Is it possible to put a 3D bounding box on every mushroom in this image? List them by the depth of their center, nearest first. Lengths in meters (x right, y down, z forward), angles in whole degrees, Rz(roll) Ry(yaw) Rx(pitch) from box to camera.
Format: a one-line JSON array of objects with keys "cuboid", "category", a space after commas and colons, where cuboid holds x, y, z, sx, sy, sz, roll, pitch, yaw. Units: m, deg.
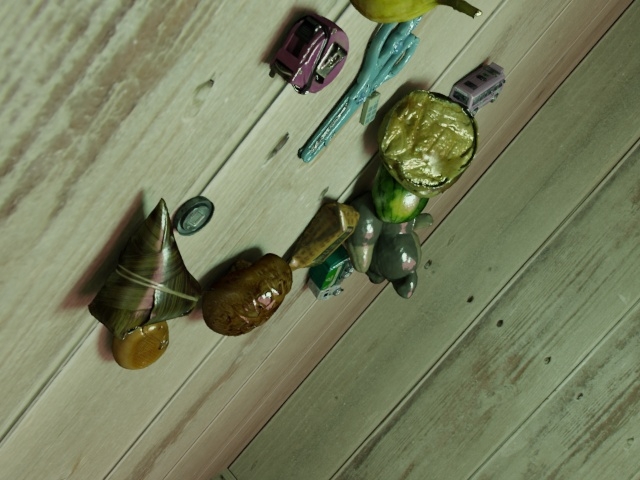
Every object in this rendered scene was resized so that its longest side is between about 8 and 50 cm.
[{"cuboid": [-0.178, 0.135, 1.138, 0.253, 0.153, 0.253, -38, 168, -9], "category": "mushroom"}]

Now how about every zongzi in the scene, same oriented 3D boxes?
[{"cuboid": [-0.261, 0.041, 0.835, 0.241, 0.111, 0.247, -58, 165, 10], "category": "zongzi"}]

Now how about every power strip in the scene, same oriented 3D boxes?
[{"cuboid": [0.118, -0.313, 1.092, 0.040, 0.016, 0.090, -38, 159, -27], "category": "power strip"}]

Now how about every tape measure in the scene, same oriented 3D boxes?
[{"cuboid": [-0.013, -0.296, 0.747, 0.125, 0.074, 0.118, -53, 162, 21], "category": "tape measure"}]

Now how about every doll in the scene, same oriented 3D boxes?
[{"cuboid": [0.191, 0.007, 1.564, 0.378, 0.252, 0.382, -6, 101, -35], "category": "doll"}]

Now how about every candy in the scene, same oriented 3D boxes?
[{"cuboid": [0.000, 0.000, 1.336, 0.271, 0.101, 0.143, -49, 156, 21], "category": "candy"}]

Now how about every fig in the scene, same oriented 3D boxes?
[{"cuboid": [0.137, -0.375, 0.656, 0.159, 0.257, 0.159, -26, 147, -18], "category": "fig"}]

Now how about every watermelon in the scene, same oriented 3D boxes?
[{"cuboid": [0.254, -0.156, 1.356, 0.204, 0.127, 0.232, 25, 83, -43], "category": "watermelon"}]

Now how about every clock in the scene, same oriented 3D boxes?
[{"cuboid": [-0.233, -0.045, 0.848, 0.085, 0.017, 0.085, -42, 161, -19], "category": "clock"}]

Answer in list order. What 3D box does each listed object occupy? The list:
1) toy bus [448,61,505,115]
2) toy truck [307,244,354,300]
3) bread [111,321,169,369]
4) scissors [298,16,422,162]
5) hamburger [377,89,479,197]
[{"cuboid": [0.504, -0.486, 1.486, 0.199, 0.096, 0.108, -36, 154, -23], "category": "toy bus"}, {"cuboid": [0.033, 0.104, 1.600, 0.124, 0.114, 0.253, -17, 147, -33], "category": "toy truck"}, {"cuboid": [-0.370, 0.201, 0.947, 0.114, 0.077, 0.189, -11, 144, -30], "category": "bread"}, {"cuboid": [0.086, -0.321, 0.980, 0.393, 0.032, 0.180, -50, 161, 6], "category": "scissors"}, {"cuboid": [0.282, -0.260, 1.227, 0.265, 0.285, 0.134, -47, -164, 0], "category": "hamburger"}]
